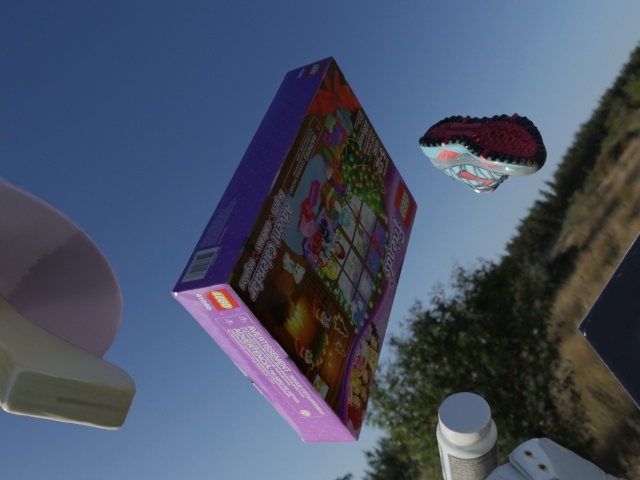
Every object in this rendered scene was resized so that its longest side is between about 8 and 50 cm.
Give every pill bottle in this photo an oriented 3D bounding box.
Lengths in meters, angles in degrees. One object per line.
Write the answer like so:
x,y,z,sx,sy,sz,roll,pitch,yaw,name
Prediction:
0.193,0.267,0.950,0.078,0.078,0.137,-44,-43,-34,pill bottle

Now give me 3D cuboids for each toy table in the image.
-0.243,0.044,0.432,0.274,0.161,0.252,5,-77,-28,toy table

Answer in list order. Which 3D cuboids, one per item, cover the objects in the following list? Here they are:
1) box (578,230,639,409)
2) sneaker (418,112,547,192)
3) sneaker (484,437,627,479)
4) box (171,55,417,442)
0.469,0.133,0.709,0.296,0.294,0.183,-99,33,-67,box
0.282,-0.137,1.202,0.104,0.262,0.125,-44,-61,-12,sneaker
0.193,0.252,0.563,0.292,0.169,0.108,-12,-56,-65,sneaker
0.000,0.000,0.652,0.201,0.057,0.293,55,-142,-34,box
